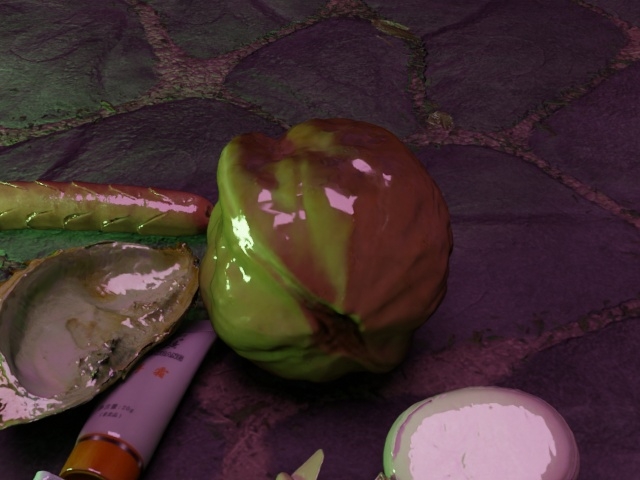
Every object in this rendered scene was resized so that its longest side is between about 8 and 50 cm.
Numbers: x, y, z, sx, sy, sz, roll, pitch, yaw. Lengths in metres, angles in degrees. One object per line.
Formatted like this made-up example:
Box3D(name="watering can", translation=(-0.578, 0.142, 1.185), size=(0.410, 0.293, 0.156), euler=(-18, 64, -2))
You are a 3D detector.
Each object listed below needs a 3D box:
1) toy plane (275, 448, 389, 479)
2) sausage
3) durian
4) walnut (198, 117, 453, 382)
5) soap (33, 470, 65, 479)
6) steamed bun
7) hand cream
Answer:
Box3D(name="toy plane", translation=(-0.016, 0.343, 0.897), size=(0.229, 0.092, 0.244), euler=(-28, 34, 3))
Box3D(name="sausage", translation=(-0.384, -0.053, 1.364), size=(0.433, 0.087, 0.088), euler=(2, 41, 0))
Box3D(name="durian", translation=(-0.311, 0.097, 1.099), size=(0.198, 0.163, 0.394), euler=(1, 27, 41))
Box3D(name="walnut", translation=(0.008, 0.003, 1.133), size=(0.384, 0.383, 0.383), euler=(1, 41, -1))
Box3D(name="soap", translation=(-0.299, 0.385, 0.813), size=(0.088, 0.159, 0.265), euler=(12, 43, 12))
Box3D(name="steamed bun", translation=(0.190, 0.269, 0.984), size=(0.228, 0.130, 0.177), euler=(-12, 55, -4))
Box3D(name="hand cream", translation=(-0.228, 0.207, 1.080), size=(0.140, 0.089, 0.314), euler=(-3, 32, 13))
